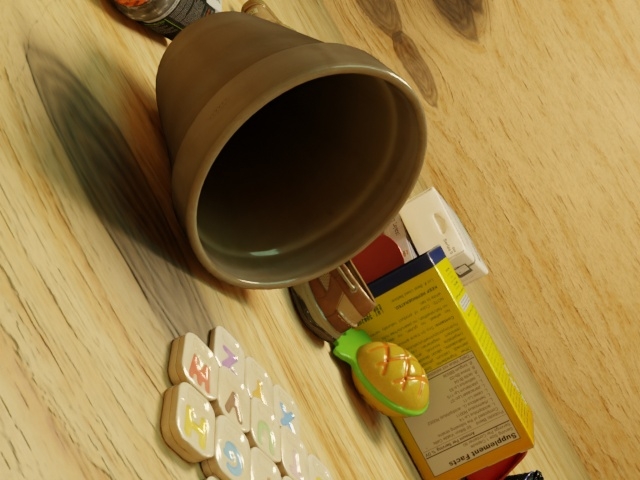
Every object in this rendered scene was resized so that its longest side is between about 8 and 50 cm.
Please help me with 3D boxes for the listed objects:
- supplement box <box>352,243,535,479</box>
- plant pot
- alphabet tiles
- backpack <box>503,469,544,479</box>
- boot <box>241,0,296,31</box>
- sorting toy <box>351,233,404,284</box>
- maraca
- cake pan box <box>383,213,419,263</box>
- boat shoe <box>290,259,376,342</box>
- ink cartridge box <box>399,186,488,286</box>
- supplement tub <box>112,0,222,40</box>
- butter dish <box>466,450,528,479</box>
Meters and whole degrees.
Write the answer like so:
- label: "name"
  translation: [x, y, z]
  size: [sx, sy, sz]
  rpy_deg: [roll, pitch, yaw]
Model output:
- label: "supplement box"
  translation: [0.202, 0.212, 1.327]
  size: [0.357, 0.194, 0.195]
  rpy_deg: [62, 15, 4]
- label: "plant pot"
  translation: [-0.075, -0.145, 0.971]
  size: [0.280, 0.323, 0.323]
  rpy_deg: [50, 7, 36]
- label: "alphabet tiles"
  translation: [-0.062, 0.224, 0.787]
  size: [0.284, 0.021, 0.278]
  rpy_deg: [52, 17, -30]
- label: "backpack"
  translation: [0.372, 0.542, 1.422]
  size: [0.173, 0.117, 0.158]
  rpy_deg: [-37, 97, -44]
- label: "boot"
  translation: [-0.089, -0.398, 1.737]
  size: [0.236, 0.089, 0.270]
  rpy_deg: [33, 31, -45]
- label: "sorting toy"
  translation: [0.184, 0.145, 1.497]
  size: [0.366, 0.127, 0.126]
  rpy_deg: [60, 21, 4]
- label: "maraca"
  translation: [0.093, 0.203, 1.190]
  size: [0.185, 0.099, 0.127]
  rpy_deg: [41, 23, 14]
- label: "cake pan box"
  translation: [0.255, 0.057, 2.031]
  size: [0.246, 0.070, 0.267]
  rpy_deg: [52, 17, -35]
- label: "boat shoe"
  translation: [0.000, 0.000, 1.205]
  size: [0.122, 0.119, 0.324]
  rpy_deg: [34, 31, -60]
- label: "ink cartridge box"
  translation: [0.327, 0.002, 2.015]
  size: [0.273, 0.114, 0.198]
  rpy_deg: [31, 32, -61]
- label: "supplement tub"
  translation: [-0.235, -0.370, 1.132]
  size: [0.117, 0.117, 0.190]
  rpy_deg: [63, 15, 8]
- label: "butter dish"
  translation: [0.311, 0.396, 1.490]
  size: [0.118, 0.160, 0.160]
  rpy_deg: [33, 21, -8]
